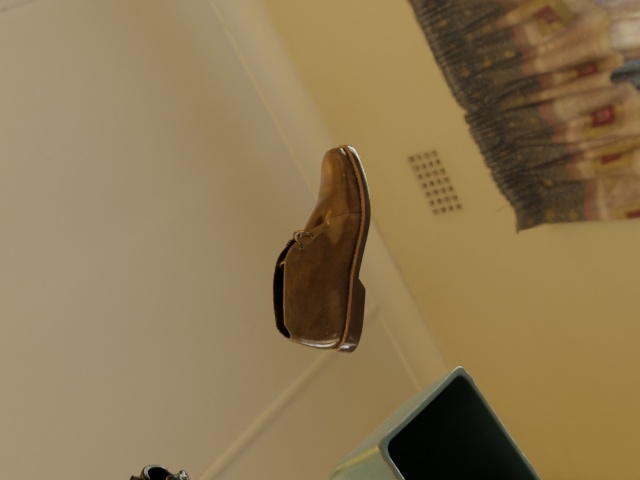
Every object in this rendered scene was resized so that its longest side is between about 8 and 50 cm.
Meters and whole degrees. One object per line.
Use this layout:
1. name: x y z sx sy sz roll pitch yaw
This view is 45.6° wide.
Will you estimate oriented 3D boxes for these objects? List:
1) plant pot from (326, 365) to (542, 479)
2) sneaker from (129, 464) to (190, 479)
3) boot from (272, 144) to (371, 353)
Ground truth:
1. plant pot: 0.153 0.397 1.231 0.248 0.252 0.247 -30 -95 -44
2. sneaker: -0.340 0.500 1.456 0.097 0.276 0.135 -2 -103 -57
3. boot: 0.000 0.000 1.071 0.115 0.112 0.305 8 -108 -16
